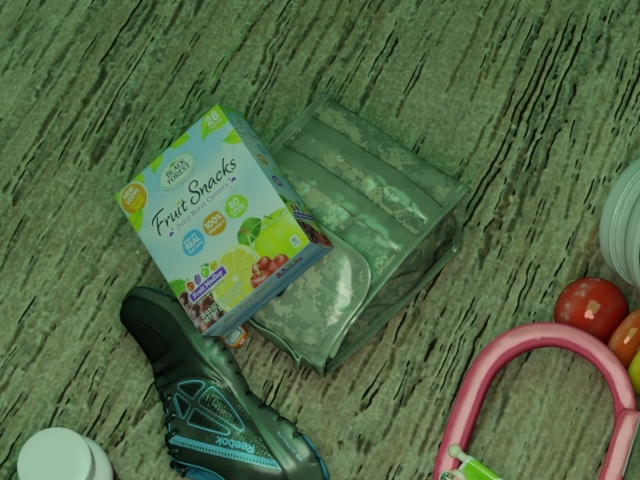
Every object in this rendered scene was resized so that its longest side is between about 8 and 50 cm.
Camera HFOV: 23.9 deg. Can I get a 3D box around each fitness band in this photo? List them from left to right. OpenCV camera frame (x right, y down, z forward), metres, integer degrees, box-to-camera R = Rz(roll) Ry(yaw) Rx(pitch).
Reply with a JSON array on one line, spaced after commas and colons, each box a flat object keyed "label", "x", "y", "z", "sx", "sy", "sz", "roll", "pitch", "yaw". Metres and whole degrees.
[{"label": "fitness band", "x": 0.247, "y": 0.236, "z": 1.731, "sx": 0.209, "sy": 0.054, "sz": 0.291, "roll": 19, "pitch": 84, "yaw": 16}]

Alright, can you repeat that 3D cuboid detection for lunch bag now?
[{"label": "lunch bag", "x": 0.000, "y": 0.000, "z": 1.820, "sx": 0.235, "sy": 0.169, "sz": 0.287, "roll": 36, "pitch": 65, "yaw": 19}]

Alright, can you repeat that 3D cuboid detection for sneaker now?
[{"label": "sneaker", "x": -0.143, "y": 0.193, "z": 1.767, "sx": 0.139, "sy": 0.125, "sz": 0.341, "roll": -39, "pitch": 67, "yaw": -10}]

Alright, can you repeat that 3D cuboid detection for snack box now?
[{"label": "snack box", "x": -0.114, "y": -0.022, "z": 1.735, "sx": 0.174, "sy": 0.070, "sz": 0.207, "roll": -41, "pitch": 68, "yaw": 16}]

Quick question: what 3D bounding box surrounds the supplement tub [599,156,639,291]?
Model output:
[{"label": "supplement tub", "x": 0.475, "y": 0.010, "z": 1.740, "sx": 0.191, "sy": 0.191, "sz": 0.272, "roll": -42, "pitch": 36, "yaw": -16}]

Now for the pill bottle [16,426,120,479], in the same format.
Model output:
[{"label": "pill bottle", "x": -0.282, "y": 0.277, "z": 1.699, "sx": 0.108, "sy": 0.180, "sz": 0.108, "roll": -1, "pitch": 65, "yaw": 2}]

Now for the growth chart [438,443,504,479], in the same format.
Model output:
[{"label": "growth chart", "x": 0.158, "y": 0.363, "z": 1.663, "sx": 0.172, "sy": 0.021, "sz": 0.237, "roll": 29, "pitch": 70, "yaw": 16}]

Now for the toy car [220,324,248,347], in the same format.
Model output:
[{"label": "toy car", "x": -0.082, "y": 0.087, "z": 1.851, "sx": 0.040, "sy": 0.060, "sz": 0.122, "roll": 39, "pitch": 71, "yaw": 16}]

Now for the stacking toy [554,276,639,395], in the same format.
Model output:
[{"label": "stacking toy", "x": 0.416, "y": 0.151, "z": 1.765, "sx": 0.330, "sy": 0.141, "sz": 0.141, "roll": 37, "pitch": 71, "yaw": 22}]
